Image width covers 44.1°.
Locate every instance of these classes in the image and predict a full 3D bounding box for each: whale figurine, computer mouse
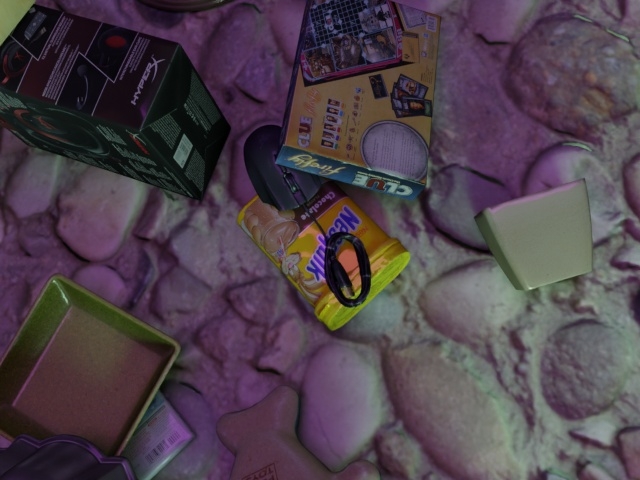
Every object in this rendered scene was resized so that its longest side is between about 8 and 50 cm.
[{"bbox_3d":[-0.027,0.292,0.823,0.216,0.141,0.272,-30,48,7],"label":"whale figurine"},{"bbox_3d":[-0.016,-0.033,0.864,0.071,0.041,0.242,-32,70,-4],"label":"computer mouse"}]

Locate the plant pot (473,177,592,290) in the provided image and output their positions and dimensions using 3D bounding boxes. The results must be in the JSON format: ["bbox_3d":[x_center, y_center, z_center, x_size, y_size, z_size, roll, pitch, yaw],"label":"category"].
[{"bbox_3d":[0.238,-0.001,0.860,0.109,0.109,0.096,-17,86,4],"label":"plant pot"}]

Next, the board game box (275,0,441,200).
[{"bbox_3d":[0.049,-0.178,0.908,0.165,0.042,0.243,15,62,-10],"label":"board game box"}]

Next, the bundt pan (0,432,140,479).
[{"bbox_3d":[-0.303,0.370,0.797,0.330,0.124,0.331,-1,88,15],"label":"bundt pan"}]

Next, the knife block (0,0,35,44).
[{"bbox_3d":[-0.380,-0.266,0.727,0.088,0.242,0.276,28,77,17],"label":"knife block"}]

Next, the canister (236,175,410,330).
[{"bbox_3d":[0.000,0.000,0.911,0.126,0.073,0.170,-42,71,-5],"label":"canister"}]

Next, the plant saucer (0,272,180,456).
[{"bbox_3d":[-0.274,0.161,0.907,0.188,0.045,0.188,27,81,15],"label":"plant saucer"}]

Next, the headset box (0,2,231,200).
[{"bbox_3d":[-0.280,-0.168,0.926,0.293,0.218,0.110,18,77,14],"label":"headset box"}]

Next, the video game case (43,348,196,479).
[{"bbox_3d":[-0.247,0.227,0.919,0.157,0.019,0.143,-43,73,-3],"label":"video game case"}]

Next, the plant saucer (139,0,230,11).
[{"bbox_3d":[-0.173,-0.444,1.076,0.277,0.041,0.278,-3,74,9],"label":"plant saucer"}]
